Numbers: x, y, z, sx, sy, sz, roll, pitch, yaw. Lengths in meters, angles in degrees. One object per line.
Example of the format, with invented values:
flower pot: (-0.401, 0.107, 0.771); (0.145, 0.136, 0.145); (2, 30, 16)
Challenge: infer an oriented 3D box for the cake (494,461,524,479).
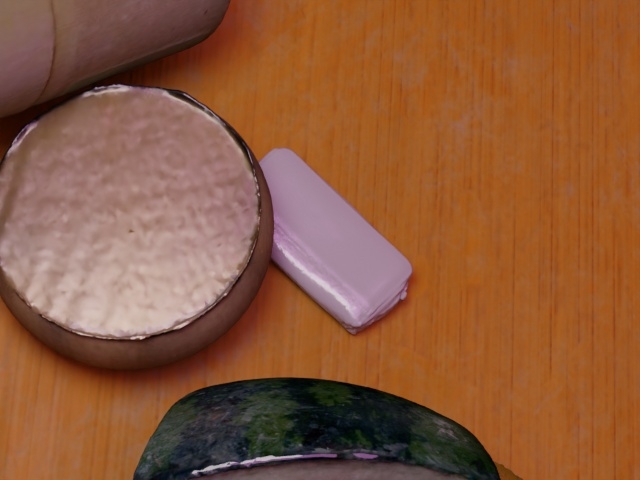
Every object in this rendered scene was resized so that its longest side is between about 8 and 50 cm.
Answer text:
cake: (0.114, 0.269, 1.523); (0.116, 0.080, 0.185); (28, 57, -12)

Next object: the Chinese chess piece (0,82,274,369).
Chinese chess piece: (-0.169, -0.012, 1.532); (0.257, 0.104, 0.257); (0, 70, -1)

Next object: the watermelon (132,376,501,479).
watermelon: (-0.043, 0.224, 1.424); (0.250, 0.283, 0.292); (32, 90, -9)

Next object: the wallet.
wallet: (0.000, 0.000, 1.612); (0.190, 0.033, 0.095); (42, 70, 7)

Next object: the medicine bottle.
medicine bottle: (-0.296, -0.220, 1.473); (0.406, 0.236, 0.235); (-25, 75, -36)
